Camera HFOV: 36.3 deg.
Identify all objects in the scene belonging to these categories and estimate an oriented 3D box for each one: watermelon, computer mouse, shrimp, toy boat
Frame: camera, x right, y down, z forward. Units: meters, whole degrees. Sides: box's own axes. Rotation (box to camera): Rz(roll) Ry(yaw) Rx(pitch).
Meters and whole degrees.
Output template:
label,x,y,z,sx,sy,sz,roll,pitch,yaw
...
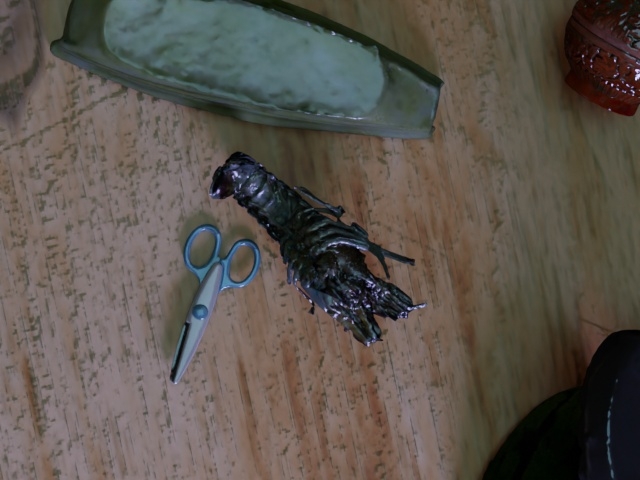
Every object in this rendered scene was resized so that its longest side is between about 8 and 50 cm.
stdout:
label,x,y,z,sx,sy,sz,roll,pitch,yaw
watermelon,0.187,0.261,0.733,0.129,0.123,0.301,-6,90,-39
computer mouse,0.273,0.135,0.715,0.269,0.086,0.138,3,83,-31
shrimp,0.000,-0.002,0.706,0.174,0.076,0.082,45,110,3
toy boat,-0.048,-0.133,0.708,0.292,0.055,0.093,13,91,-7

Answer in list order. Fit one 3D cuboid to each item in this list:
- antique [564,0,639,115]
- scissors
label,x,y,z,sx,sy,sz,roll,pitch,yaw
antique,0.230,-0.148,0.720,0.104,0.104,0.104,0,90,-7
scissors,-0.087,0.049,0.723,0.058,0.014,0.119,20,84,-6
